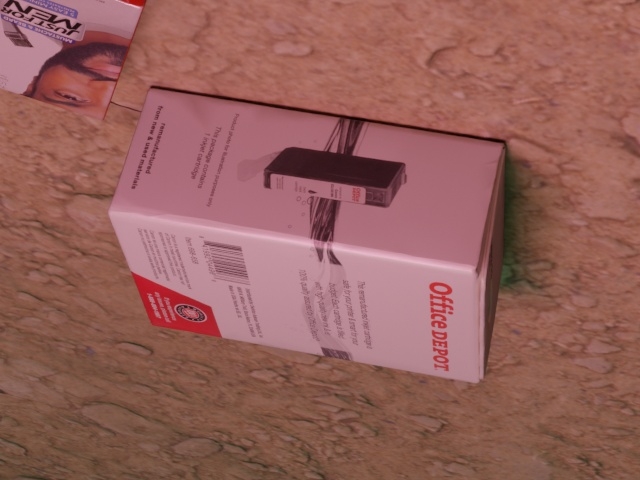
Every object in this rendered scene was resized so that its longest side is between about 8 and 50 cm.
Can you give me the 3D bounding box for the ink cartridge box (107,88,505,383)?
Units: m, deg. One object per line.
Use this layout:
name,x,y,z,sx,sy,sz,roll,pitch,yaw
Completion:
ink cartridge box,0.000,0.000,1.317,0.272,0.114,0.197,10,154,10

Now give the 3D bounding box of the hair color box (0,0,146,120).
hair color box,-0.170,-0.149,1.171,0.093,0.053,0.167,17,156,-8
